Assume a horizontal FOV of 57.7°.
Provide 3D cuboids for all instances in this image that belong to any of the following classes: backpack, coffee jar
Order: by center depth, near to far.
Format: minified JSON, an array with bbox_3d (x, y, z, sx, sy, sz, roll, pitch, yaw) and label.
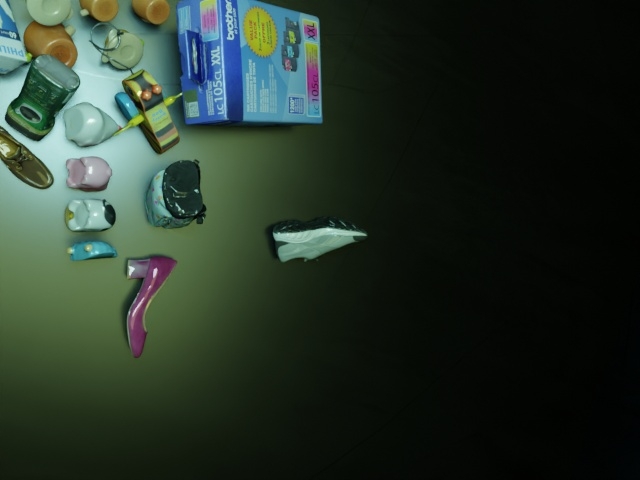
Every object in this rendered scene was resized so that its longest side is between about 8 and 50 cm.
[{"bbox_3d":[-0.591,-0.297,1.229,0.096,0.184,0.079,37,36,-22],"label":"coffee jar"},{"bbox_3d":[-0.343,-0.097,1.361,0.115,0.182,0.152,2,75,-27],"label":"backpack"}]

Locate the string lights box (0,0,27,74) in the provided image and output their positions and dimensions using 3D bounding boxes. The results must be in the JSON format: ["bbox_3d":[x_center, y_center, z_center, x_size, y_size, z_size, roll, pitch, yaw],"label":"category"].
[{"bbox_3d":[-0.693,-0.472,1.143,0.133,0.076,0.260,-17,89,-66],"label":"string lights box"}]

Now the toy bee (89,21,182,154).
[{"bbox_3d":[-0.390,-0.301,1.272,0.195,0.162,0.298,-53,136,-4],"label":"toy bee"}]

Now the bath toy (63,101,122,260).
[{"bbox_3d":[-0.511,-0.131,1.310,0.129,0.151,0.348,-4,95,-59],"label":"bath toy"}]

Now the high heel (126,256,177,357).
[{"bbox_3d":[-0.409,0.161,1.415,0.117,0.082,0.244,0,83,-15],"label":"high heel"}]

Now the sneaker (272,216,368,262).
[{"bbox_3d":[0.000,0.000,1.582,0.271,0.100,0.108,-6,113,-20],"label":"sneaker"}]

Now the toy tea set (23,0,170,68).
[{"bbox_3d":[-0.501,-0.485,1.281,0.336,0.124,0.200,-17,138,-40],"label":"toy tea set"}]

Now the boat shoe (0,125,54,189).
[{"bbox_3d":[-0.662,-0.179,1.268,0.064,0.060,0.178,-47,112,-13],"label":"boat shoe"}]

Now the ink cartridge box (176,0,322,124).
[{"bbox_3d":[-0.173,-0.399,1.331,0.395,0.151,0.270,-12,102,-49],"label":"ink cartridge box"}]
